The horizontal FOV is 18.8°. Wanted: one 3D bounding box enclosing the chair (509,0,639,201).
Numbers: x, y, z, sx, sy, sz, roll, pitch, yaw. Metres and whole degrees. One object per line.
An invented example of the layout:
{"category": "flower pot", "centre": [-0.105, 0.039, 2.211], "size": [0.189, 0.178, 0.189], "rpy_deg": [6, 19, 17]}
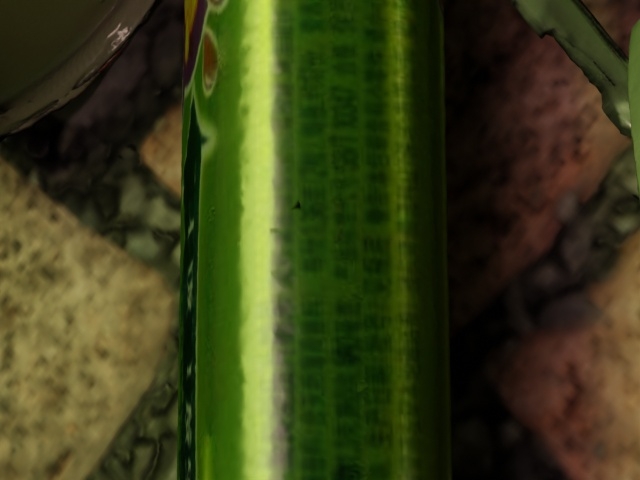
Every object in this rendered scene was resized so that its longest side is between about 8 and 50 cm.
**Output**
{"category": "chair", "centre": [0.153, -0.084, 0.560], "size": [0.203, 0.190, 0.274], "rpy_deg": [-36, 33, 19]}

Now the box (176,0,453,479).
{"category": "box", "centre": [0.000, 0.000, 0.666], "size": [0.097, 0.134, 0.345], "rpy_deg": [3, 75, -10]}

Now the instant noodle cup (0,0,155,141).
{"category": "instant noodle cup", "centre": [-0.164, -0.147, 0.768], "size": [0.213, 0.213, 0.174], "rpy_deg": [-49, 69, 13]}
